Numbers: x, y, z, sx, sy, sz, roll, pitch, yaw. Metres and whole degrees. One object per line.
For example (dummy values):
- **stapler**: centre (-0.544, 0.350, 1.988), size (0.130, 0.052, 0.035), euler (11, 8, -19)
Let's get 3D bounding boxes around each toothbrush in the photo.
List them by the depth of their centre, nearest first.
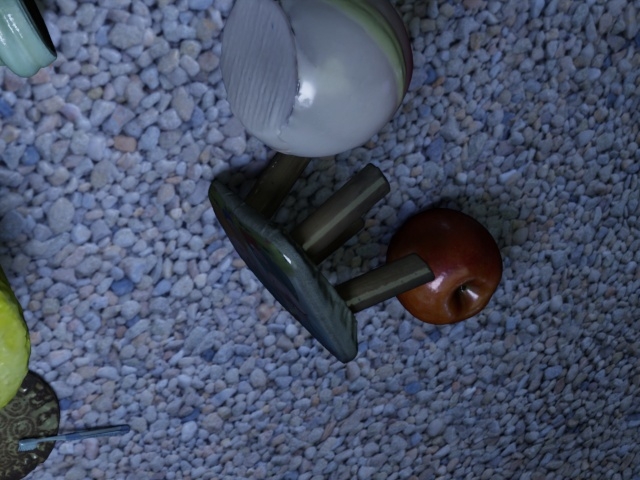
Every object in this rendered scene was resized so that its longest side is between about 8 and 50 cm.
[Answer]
- **toothbrush**: centre (-0.439, 0.353, 1.862), size (0.220, 0.016, 0.019), euler (-2, 119, -42)

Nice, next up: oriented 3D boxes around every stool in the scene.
- **stool**: centre (0.000, 0.000, 1.749), size (0.226, 0.310, 0.310), euler (-37, 130, -10)

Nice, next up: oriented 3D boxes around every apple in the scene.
- **apple**: centre (0.234, 0.049, 1.975), size (0.218, 0.201, 0.218), euler (-18, 132, -21)

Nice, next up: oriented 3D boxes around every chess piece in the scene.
- **chess piece**: centre (-0.527, -0.263, 1.384), size (0.299, 0.194, 0.194), euler (-25, 127, -3)

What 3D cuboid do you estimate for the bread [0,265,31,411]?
- **bread**: centre (-0.605, 0.103, 1.462), size (0.348, 0.308, 0.348), euler (-14, 126, -20)

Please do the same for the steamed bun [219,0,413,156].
- **steamed bun**: centre (0.020, -0.279, 1.607), size (0.309, 0.309, 0.309), euler (-14, 123, -22)

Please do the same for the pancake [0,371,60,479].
- **pancake**: centre (-0.590, 0.324, 1.779), size (0.288, 0.033, 0.286), euler (-22, 128, -16)
